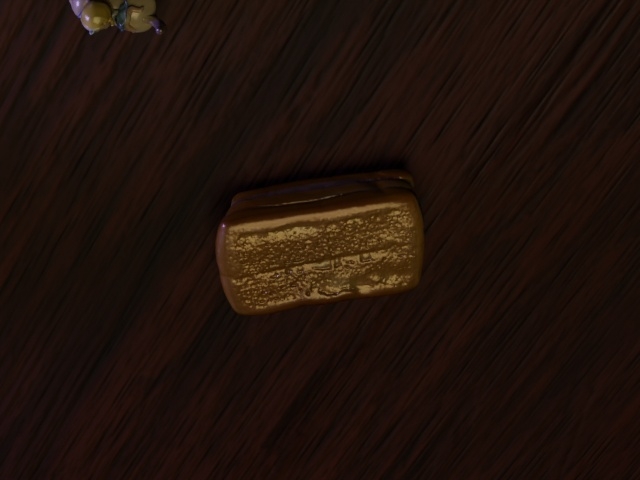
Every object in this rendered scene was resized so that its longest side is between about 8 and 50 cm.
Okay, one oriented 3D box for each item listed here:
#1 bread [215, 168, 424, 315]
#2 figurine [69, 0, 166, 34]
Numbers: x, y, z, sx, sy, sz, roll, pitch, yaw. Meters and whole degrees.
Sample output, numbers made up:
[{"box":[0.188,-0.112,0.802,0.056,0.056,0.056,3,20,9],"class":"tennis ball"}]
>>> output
[{"box":[0.000,0.000,1.577,0.200,0.077,0.116,-9,128,0],"class":"bread"},{"box":[-0.175,-0.197,1.425,0.083,0.050,0.047,2,120,-10],"class":"figurine"}]
